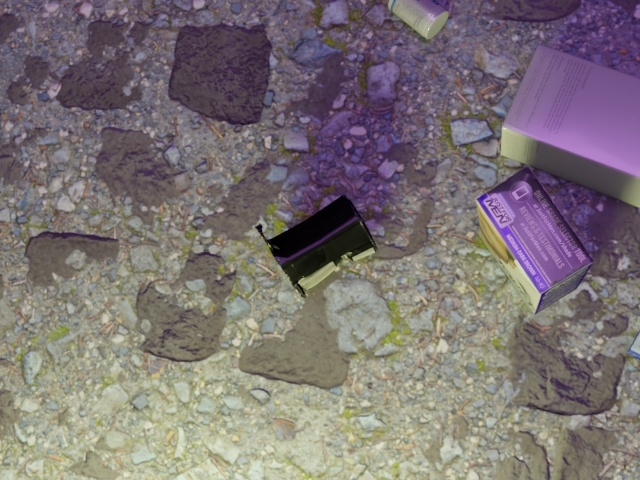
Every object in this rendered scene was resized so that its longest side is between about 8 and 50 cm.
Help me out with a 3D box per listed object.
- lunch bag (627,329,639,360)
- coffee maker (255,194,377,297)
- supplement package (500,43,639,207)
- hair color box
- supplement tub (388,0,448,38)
[{"bbox_3d":[0.635,0.182,1.624,0.151,0.096,0.129,31,86,5],"label":"lunch bag"},{"bbox_3d":[0.000,0.000,1.742,0.178,0.171,0.120,-33,59,1],"label":"coffee maker"},{"bbox_3d":[0.497,-0.203,1.684,0.293,0.175,0.177,24,83,14],"label":"supplement package"},{"bbox_3d":[0.359,0.012,1.583,0.110,0.339,0.185,-32,75,3],"label":"hair color box"},{"bbox_3d":[0.194,-0.460,1.847,0.107,0.071,0.071,41,89,15],"label":"supplement tub"}]
